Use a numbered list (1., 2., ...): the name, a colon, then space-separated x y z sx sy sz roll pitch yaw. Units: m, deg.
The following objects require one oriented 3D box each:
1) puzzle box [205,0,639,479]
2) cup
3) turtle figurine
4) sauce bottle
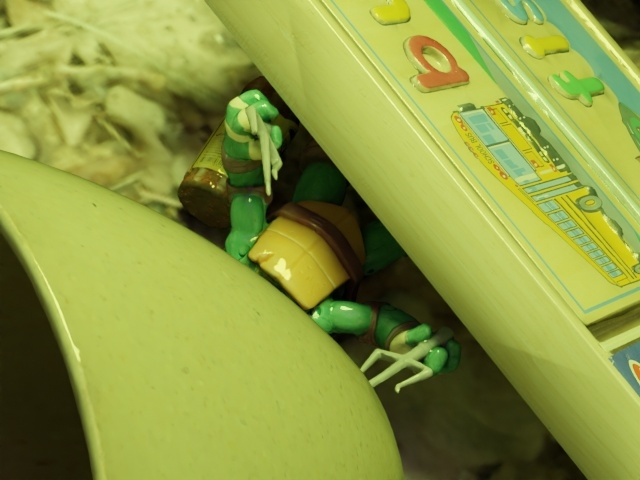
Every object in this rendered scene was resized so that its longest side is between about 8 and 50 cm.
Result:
1. puzzle box: 0.125 -0.038 1.027 0.409 0.052 0.272 52 34 15
2. cup: -0.103 0.122 0.812 0.237 0.331 0.331 2 57 -45
3. turtle figurine: 0.000 0.000 0.999 0.175 0.118 0.234 51 41 -7
4. sauce bottle: -0.035 -0.064 1.069 0.042 0.042 0.128 31 59 2
